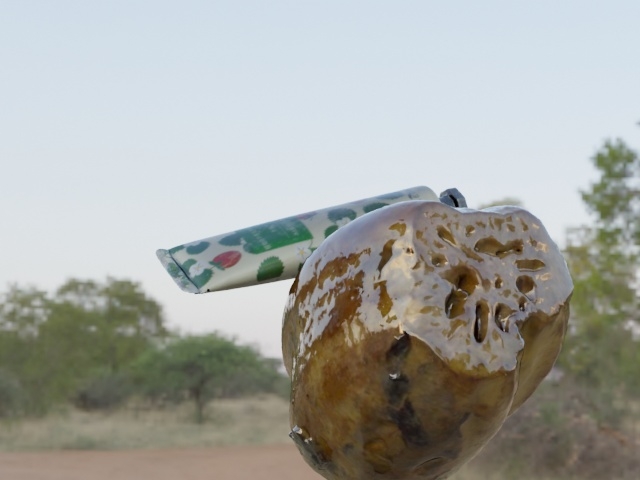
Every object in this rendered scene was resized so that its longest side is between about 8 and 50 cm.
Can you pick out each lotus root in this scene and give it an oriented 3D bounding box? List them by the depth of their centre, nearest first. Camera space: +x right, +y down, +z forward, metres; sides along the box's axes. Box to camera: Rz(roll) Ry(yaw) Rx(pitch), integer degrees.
[{"bbox_3d":[0.061,0.090,0.837,0.193,0.193,0.291,5,-26,-17],"label":"lotus root"}]

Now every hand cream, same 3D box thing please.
[{"bbox_3d":[0.000,0.000,1.028,0.276,0.059,0.095,-12,26,-21],"label":"hand cream"}]
